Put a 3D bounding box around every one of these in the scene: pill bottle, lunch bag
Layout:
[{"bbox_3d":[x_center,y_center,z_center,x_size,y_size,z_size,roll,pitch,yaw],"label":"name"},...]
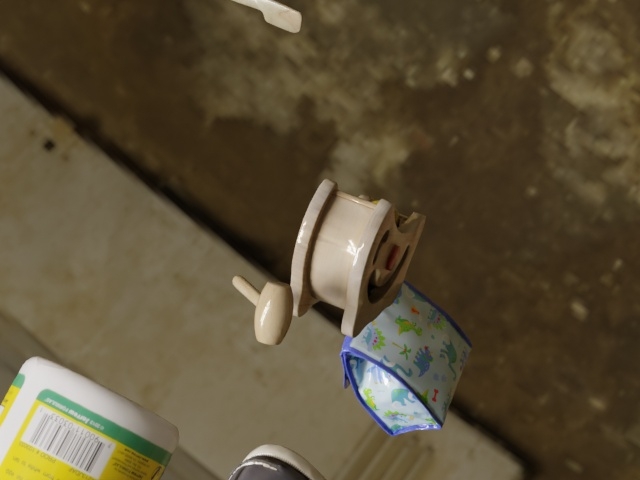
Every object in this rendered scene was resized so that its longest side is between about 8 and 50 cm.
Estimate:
[{"bbox_3d":[-0.187,0.190,1.127,0.118,0.208,0.117,26,170,5],"label":"pill bottle"},{"bbox_3d":[0.085,0.123,1.947,0.096,0.128,0.151,-13,130,36],"label":"lunch bag"}]

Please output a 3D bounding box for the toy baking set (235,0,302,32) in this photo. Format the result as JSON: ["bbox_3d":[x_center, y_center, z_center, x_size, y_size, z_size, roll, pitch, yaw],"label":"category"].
[{"bbox_3d":[-0.122,-0.320,1.852,0.197,0.030,0.256,3,132,38],"label":"toy baking set"}]

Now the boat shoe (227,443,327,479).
[{"bbox_3d":[0.018,0.214,1.061,0.206,0.065,0.075,42,123,5],"label":"boat shoe"}]

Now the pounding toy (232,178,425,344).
[{"bbox_3d":[0.000,0.000,1.811,0.155,0.269,0.154,20,110,15],"label":"pounding toy"}]
